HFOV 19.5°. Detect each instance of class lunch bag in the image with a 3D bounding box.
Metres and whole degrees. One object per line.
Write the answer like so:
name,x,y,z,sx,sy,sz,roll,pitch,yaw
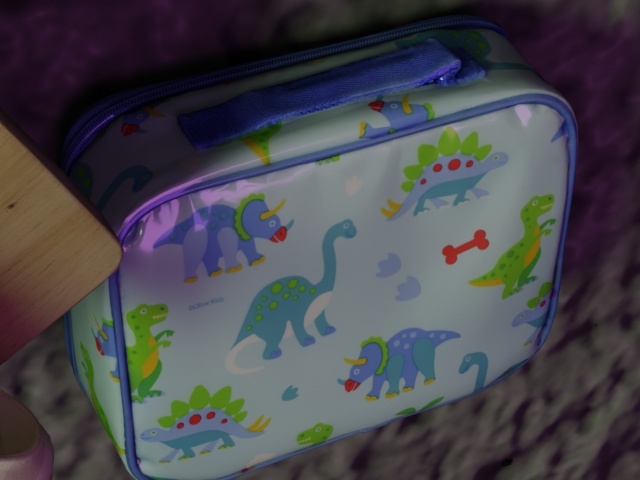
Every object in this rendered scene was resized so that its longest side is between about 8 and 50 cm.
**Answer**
lunch bag,0.000,0.000,0.793,0.219,0.090,0.176,-17,133,-19

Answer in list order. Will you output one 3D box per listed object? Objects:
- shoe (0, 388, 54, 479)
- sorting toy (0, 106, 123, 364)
shoe,-0.161,0.038,0.533,0.219,0.076,0.058,20,118,-39
sorting toy,-0.238,-0.006,0.568,0.257,0.089,0.255,-39,136,1
